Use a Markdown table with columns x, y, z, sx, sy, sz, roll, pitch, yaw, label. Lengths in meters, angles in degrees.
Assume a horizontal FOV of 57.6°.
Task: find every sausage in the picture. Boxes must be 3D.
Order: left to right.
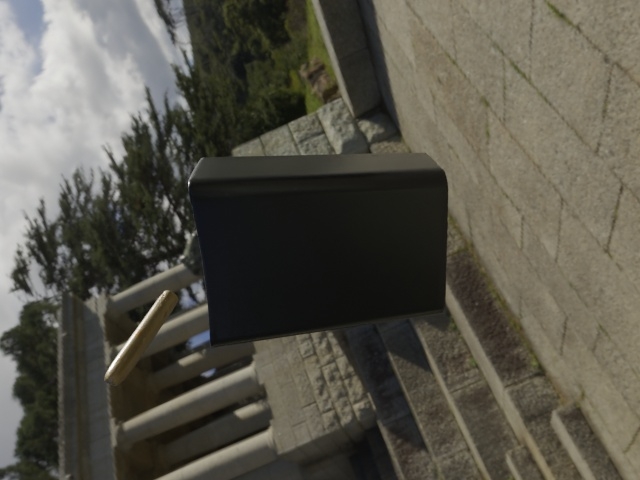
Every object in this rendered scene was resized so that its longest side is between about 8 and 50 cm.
| x | y | z | sx | sy | sz | roll | pitch | yaw | label |
| --- | --- | --- | --- | --- | --- | --- | --- | --- | --- |
| -0.204 | 0.111 | 0.669 | 0.024 | 0.024 | 0.132 | 65 | -144 | -35 | sausage |

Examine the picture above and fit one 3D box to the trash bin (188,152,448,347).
| x | y | z | sx | sy | sz | roll | pitch | yaw | label |
| --- | --- | --- | --- | --- | --- | --- | --- | --- | --- |
| 0.000 | 0.000 | 0.570 | 0.115 | 0.225 | 0.165 | -104 | 10 | -70 | trash bin |
